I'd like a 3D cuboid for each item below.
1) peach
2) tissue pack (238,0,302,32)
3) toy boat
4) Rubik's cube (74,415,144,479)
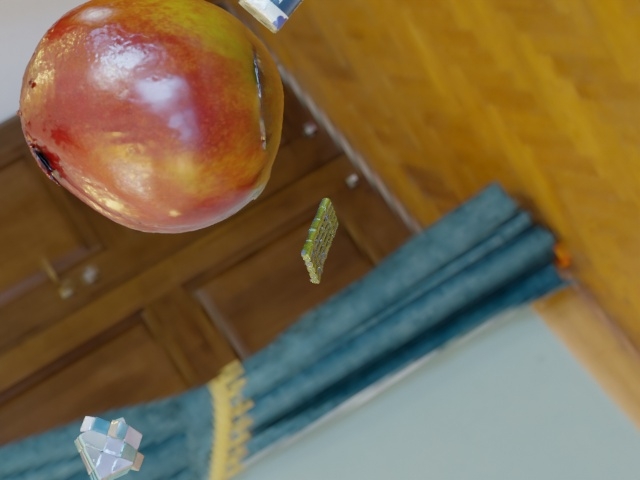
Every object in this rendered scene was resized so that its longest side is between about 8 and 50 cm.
[{"bbox_3d":[-0.240,-0.179,2.198,0.370,0.370,0.370,51,162,24],"label":"peach"},{"bbox_3d":[-0.050,-0.302,1.882,0.062,0.083,0.042,40,173,-7],"label":"tissue pack"},{"bbox_3d":[0.000,0.000,2.213,0.016,0.115,0.063,2,139,21],"label":"toy boat"},{"bbox_3d":[-0.247,0.243,1.847,0.075,0.073,0.084,-4,106,70],"label":"Rubik's cube"}]
